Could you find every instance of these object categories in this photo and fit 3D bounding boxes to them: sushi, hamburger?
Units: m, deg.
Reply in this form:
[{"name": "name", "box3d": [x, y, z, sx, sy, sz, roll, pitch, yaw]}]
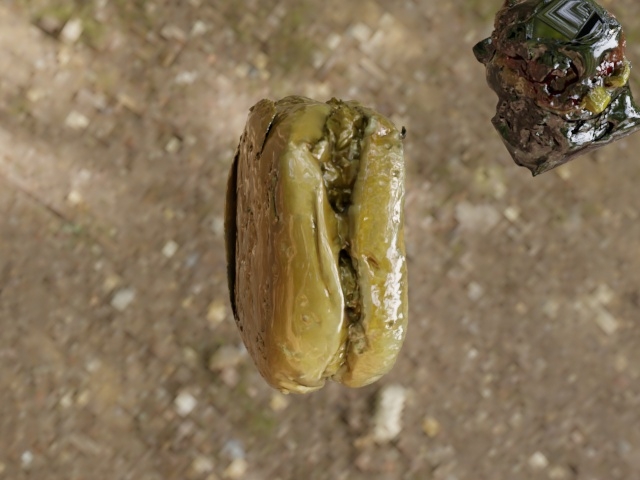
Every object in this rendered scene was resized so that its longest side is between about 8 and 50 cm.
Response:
[{"name": "sushi", "box3d": [0.255, -0.196, 2.098, 0.153, 0.150, 0.172, -24, 69, -11]}, {"name": "hamburger", "box3d": [0.000, 0.002, 1.297, 0.108, 0.214, 0.214, -1, 52, -13]}]
